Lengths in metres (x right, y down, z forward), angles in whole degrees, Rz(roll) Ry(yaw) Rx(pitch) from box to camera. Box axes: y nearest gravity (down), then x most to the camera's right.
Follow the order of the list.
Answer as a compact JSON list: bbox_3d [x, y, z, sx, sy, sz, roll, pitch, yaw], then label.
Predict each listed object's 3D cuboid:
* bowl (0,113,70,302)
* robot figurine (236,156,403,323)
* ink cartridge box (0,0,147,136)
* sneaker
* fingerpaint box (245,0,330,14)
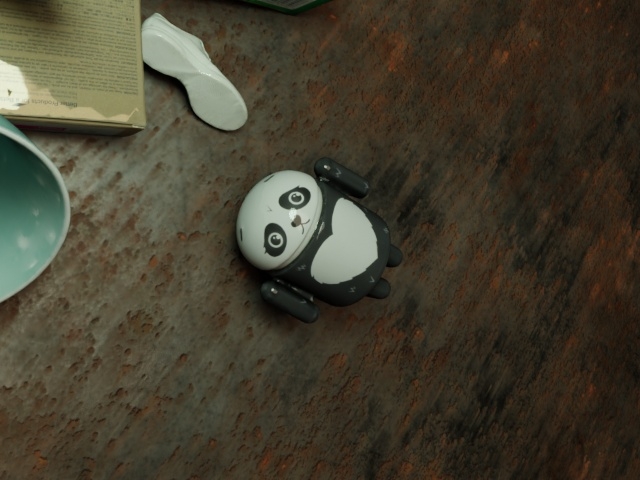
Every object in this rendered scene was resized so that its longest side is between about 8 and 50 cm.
[{"bbox_3d":[-0.453,-0.060,0.778,0.311,0.312,0.163,-6,47,-35],"label":"bowl"},{"bbox_3d":[0.001,0.002,1.130,0.278,0.173,0.209,29,39,-30],"label":"robot figurine"},{"bbox_3d":[-0.361,-0.245,0.949,0.234,0.088,0.193,-1,88,-35],"label":"ink cartridge box"},{"bbox_3d":[-0.185,-0.264,1.091,0.212,0.080,0.094,44,31,-34],"label":"sneaker"},{"bbox_3d":[-0.148,-0.566,1.022,0.444,0.163,0.371,-4,88,-49],"label":"fingerpaint box"}]
